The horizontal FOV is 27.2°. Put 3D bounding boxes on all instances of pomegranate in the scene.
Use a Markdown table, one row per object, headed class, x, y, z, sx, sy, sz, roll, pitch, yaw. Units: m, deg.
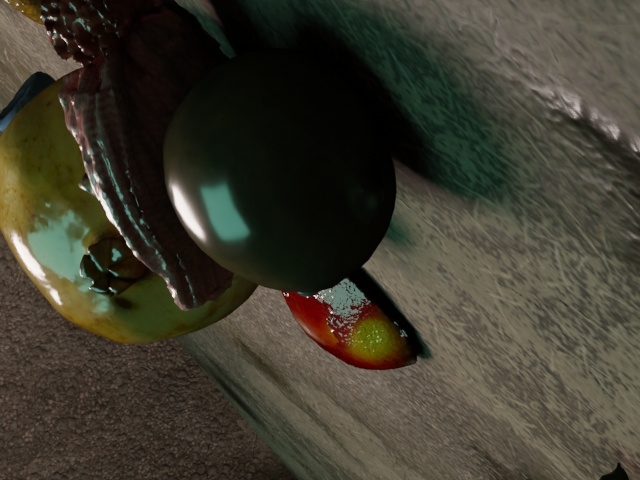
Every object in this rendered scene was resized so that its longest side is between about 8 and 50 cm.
| class | x | y | z | sx | sy | sz | roll | pitch | yaw |
| --- | --- | --- | --- | --- | --- | --- | --- | --- | --- |
| pomegranate | -0.179 | -0.040 | 1.313 | 0.307 | 0.307 | 0.307 | 44 | 167 | 13 |

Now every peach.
| class | x | y | z | sx | sy | sz | roll | pitch | yaw |
| --- | --- | --- | --- | --- | --- | --- | --- | --- | --- |
| peach | -0.006 | 0.057 | 1.476 | 0.279 | 0.068 | 0.189 | 37 | 162 | 40 |

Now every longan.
| class | x | y | z | sx | sy | sz | roll | pitch | yaw |
| --- | --- | --- | --- | --- | --- | --- | --- | --- | --- |
| longan | -0.030 | -0.052 | 0.993 | 0.189 | 0.189 | 0.189 | 44 | 167 | 13 |

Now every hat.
| class | x | y | z | sx | sy | sz | roll | pitch | yaw |
| --- | --- | --- | --- | --- | --- | --- | --- | --- | --- |
| hat | -0.134 | -0.106 | 1.086 | 0.107 | 0.236 | 0.286 | -14 | 126 | 29 |

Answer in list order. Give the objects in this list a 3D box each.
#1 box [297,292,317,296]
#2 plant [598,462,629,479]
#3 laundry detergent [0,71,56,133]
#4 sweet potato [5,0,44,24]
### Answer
| class | x | y | z | sx | sy | sz | roll | pitch | yaw |
| --- | --- | --- | --- | --- | --- | --- | --- | --- | --- |
| box | 0.000 | 0.000 | 1.219 | 0.074 | 0.099 | 0.054 | 44 | -178 | 15 |
| plant | 0.277 | 0.342 | 1.074 | 0.312 | 0.213 | 0.215 | 45 | 170 | 13 |
| laundry detergent | -0.277 | -0.100 | 1.724 | 0.290 | 0.094 | 0.143 | 37 | 164 | -17 |
| sweet potato | -0.342 | -0.308 | 1.471 | 0.068 | 0.068 | 0.226 | 35 | 162 | 44 |
